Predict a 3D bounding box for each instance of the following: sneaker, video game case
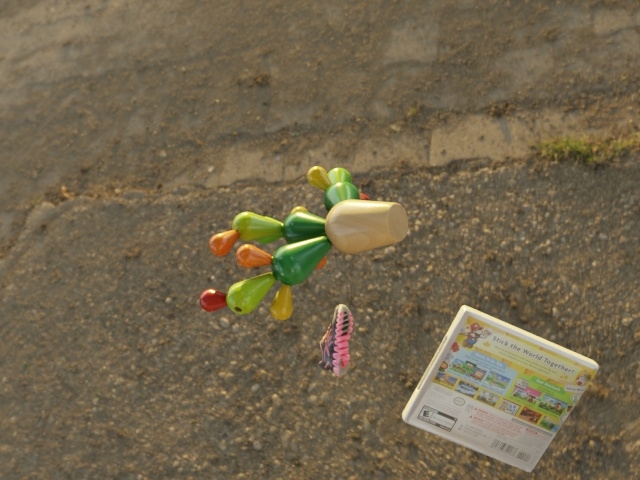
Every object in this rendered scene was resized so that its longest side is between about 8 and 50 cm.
[{"bbox_3d":[0.021,0.167,0.996,0.057,0.047,0.120,3,85,38],"label":"sneaker"},{"bbox_3d":[0.270,0.229,0.893,0.226,0.026,0.207,23,106,-5],"label":"video game case"}]

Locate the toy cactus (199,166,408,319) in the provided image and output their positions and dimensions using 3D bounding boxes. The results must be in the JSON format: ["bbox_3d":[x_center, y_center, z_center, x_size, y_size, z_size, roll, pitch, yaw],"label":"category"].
[{"bbox_3d":[0.000,0.000,0.564,0.180,0.112,0.219,-4,24,41],"label":"toy cactus"}]
